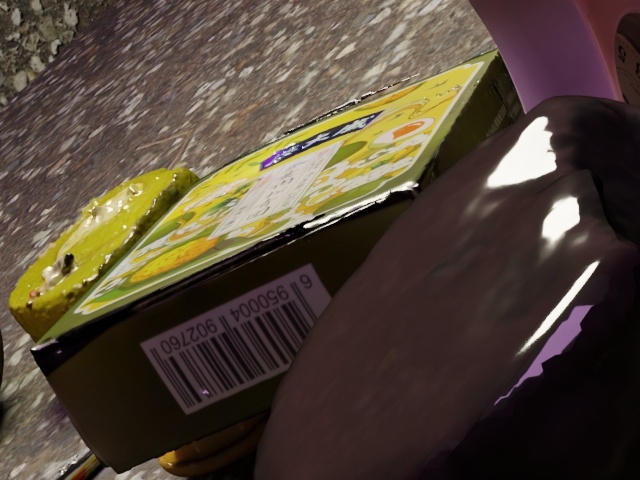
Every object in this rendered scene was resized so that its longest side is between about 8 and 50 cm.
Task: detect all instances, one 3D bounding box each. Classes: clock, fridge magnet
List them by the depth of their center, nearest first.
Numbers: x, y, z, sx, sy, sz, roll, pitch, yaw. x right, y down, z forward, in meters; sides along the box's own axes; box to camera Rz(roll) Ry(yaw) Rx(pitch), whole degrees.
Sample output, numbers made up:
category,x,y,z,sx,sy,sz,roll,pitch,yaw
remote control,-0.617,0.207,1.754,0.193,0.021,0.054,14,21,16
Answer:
category,x,y,z,sx,sy,sz,roll,pitch,yaw
clock,0.207,-0.111,1.374,0.080,0.290,0.275,-22,32,34
fridge magnet,-0.083,0.157,1.589,0.143,0.063,0.143,-28,15,8

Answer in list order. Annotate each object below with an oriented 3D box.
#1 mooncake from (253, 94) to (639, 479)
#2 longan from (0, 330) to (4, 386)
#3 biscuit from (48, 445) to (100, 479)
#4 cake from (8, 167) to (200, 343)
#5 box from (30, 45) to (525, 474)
category,x,y,z,sx,sy,sz,roll,pitch,yaw
mooncake,0.123,0.099,1.143,0.351,0.212,0.381,-30,21,33
longan,-0.509,0.137,2.032,0.319,0.319,0.319,-33,20,13
biscuit,-0.247,0.231,1.763,0.292,0.026,0.048,-43,16,-17
cake,-0.221,0.034,1.989,0.179,0.156,0.260,-9,31,42
box,0.000,0.000,1.559,0.373,0.138,0.420,-24,13,25
